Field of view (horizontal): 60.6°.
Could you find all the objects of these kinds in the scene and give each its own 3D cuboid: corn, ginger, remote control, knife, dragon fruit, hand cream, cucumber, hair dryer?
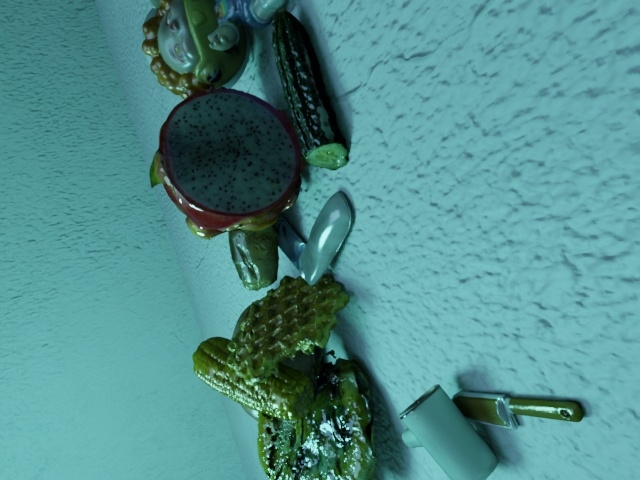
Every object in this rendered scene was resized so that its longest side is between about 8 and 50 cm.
[{"bbox_3d":[-0.155,0.286,1.161,0.363,0.121,0.120,6,113,47],"label":"corn"},{"bbox_3d":[-0.150,-0.023,1.184,0.116,0.110,0.262,14,-117,-80],"label":"ginger"},{"bbox_3d":[0.000,0.000,1.004,0.073,0.044,0.229,63,145,27],"label":"remote control"},{"bbox_3d":[0.230,0.216,0.687,0.046,0.022,0.256,65,157,3],"label":"knife"},{"bbox_3d":[-0.177,-0.142,1.054,0.290,0.291,0.189,70,158,8],"label":"dragon fruit"},{"bbox_3d":[-0.097,-0.036,1.239,0.256,0.055,0.088,48,140,33],"label":"hand cream"},{"bbox_3d":[-0.024,-0.242,0.886,0.077,0.077,0.265,-31,75,67],"label":"cucumber"},{"bbox_3d":[0.166,0.305,0.830,0.131,0.073,0.236,51,159,14],"label":"hair dryer"}]

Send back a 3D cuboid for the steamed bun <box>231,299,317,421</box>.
[{"bbox_3d":[-0.135,0.305,1.363,0.301,0.199,0.251,43,143,51],"label":"steamed bun"}]

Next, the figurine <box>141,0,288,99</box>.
[{"bbox_3d":[-0.170,-0.385,1.011,0.382,0.205,0.224,4,108,45],"label":"figurine"}]

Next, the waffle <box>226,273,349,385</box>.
[{"bbox_3d":[-0.071,0.169,1.070,0.051,0.291,0.291,48,170,-29],"label":"waffle"}]

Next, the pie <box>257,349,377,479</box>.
[{"bbox_3d":[-0.008,0.411,1.116,0.371,0.078,0.296,-47,52,33],"label":"pie"}]
